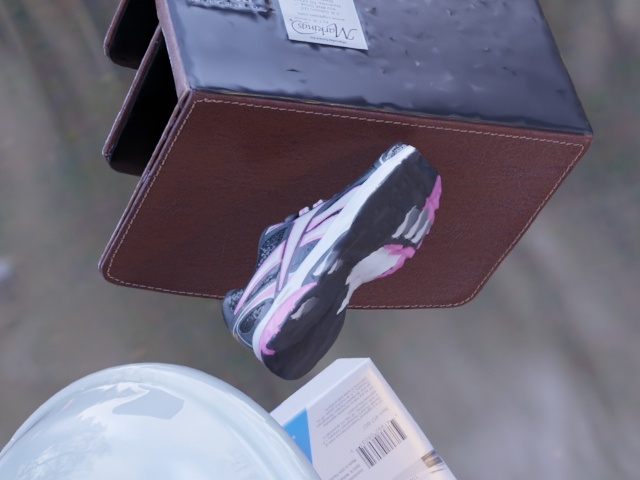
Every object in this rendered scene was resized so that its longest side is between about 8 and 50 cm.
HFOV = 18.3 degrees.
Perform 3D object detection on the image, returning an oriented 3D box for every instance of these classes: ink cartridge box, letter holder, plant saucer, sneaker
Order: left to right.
[{"bbox_3d":[-0.136,0.268,1.144,0.100,0.400,0.400,8,-7,-44],"label":"plant saucer"},{"bbox_3d":[-0.002,-0.071,1.403,0.302,0.214,0.152,5,48,-25],"label":"letter holder"},{"bbox_3d":[0.000,0.000,1.282,0.077,0.072,0.178,28,67,39],"label":"sneaker"},{"bbox_3d":[0.032,0.224,1.699,0.148,0.203,0.086,-37,8,-17],"label":"ink cartridge box"}]
